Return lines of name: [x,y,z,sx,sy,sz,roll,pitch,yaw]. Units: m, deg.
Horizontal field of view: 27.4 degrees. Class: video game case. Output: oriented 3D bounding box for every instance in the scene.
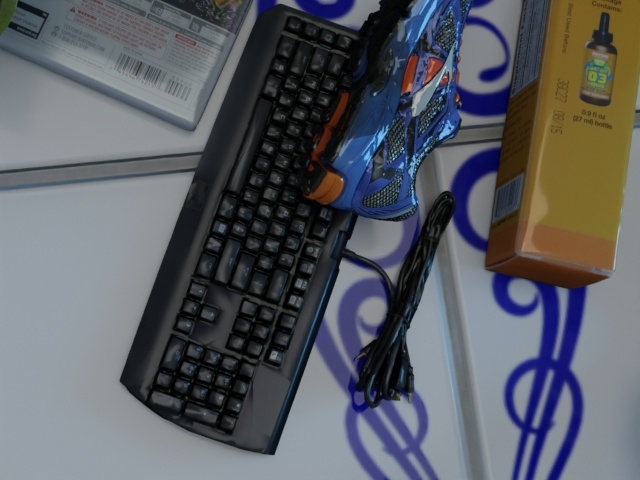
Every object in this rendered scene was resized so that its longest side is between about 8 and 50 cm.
video game case: [-0.145,-0.193,0.950,0.190,0.022,0.173,23,77,-5]

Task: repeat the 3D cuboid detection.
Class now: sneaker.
sneaker: [0.064,-0.109,0.926,0.087,0.083,0.221,32,78,-21]

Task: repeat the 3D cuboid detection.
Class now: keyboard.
keyboard: [0.000,0.000,0.939,0.202,0.033,0.317,21,77,-7]

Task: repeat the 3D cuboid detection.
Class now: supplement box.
supplement box: [0.183,-0.087,0.968,0.078,0.080,0.233,13,79,-10]

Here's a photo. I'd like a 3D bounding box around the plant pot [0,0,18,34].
plant pot: [-0.306,-0.354,0.803,0.367,0.366,0.353,18,66,-8]
